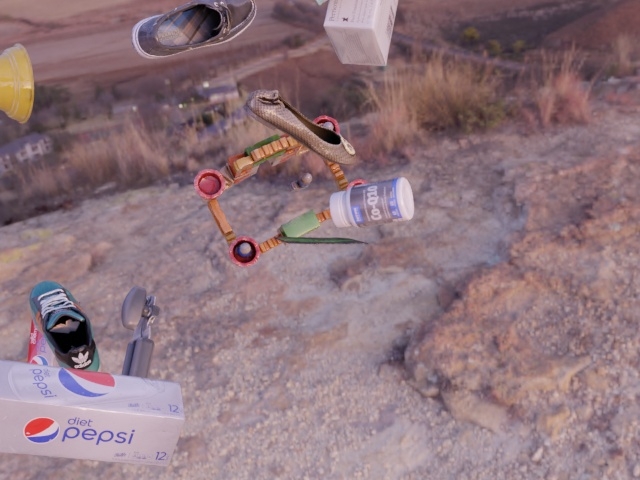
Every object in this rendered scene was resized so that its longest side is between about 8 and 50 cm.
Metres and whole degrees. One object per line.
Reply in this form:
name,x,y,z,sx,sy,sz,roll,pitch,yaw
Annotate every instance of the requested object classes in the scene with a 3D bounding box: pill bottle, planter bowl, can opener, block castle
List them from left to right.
planter bowl,-0.866,-0.429,1.904,0.090,0.217,0.217,-8,24,-40
can opener,-0.427,0.247,1.590,0.074,0.093,0.280,-28,51,43
block castle,-0.105,-0.141,1.987,0.453,0.303,0.213,-27,-3,-13
pill bottle,0.091,-0.065,1.246,0.137,0.078,0.078,-9,27,23

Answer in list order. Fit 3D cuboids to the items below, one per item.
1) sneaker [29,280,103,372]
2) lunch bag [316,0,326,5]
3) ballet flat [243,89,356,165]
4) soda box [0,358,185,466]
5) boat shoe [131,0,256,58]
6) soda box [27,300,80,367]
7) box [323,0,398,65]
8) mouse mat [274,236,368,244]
sneaker,-0.543,0.169,1.479,0.108,0.121,0.302,-22,49,-28
lunch bag,0.009,-0.660,1.423,0.223,0.262,0.160,-30,33,15
ballet flat,-0.023,-0.199,1.221,0.250,0.058,0.084,24,21,-35
soda box,-0.350,0.252,1.018,0.286,0.098,0.091,13,22,-23
boat shoe,-0.176,-0.334,1.060,0.228,0.080,0.076,-28,24,-36
soda box,-0.705,0.286,1.830,0.083,0.263,0.092,6,0,17
box,0.099,-0.532,1.628,0.119,0.181,0.182,8,-11,17
mouse mat,0.000,0.000,1.601,0.190,0.007,0.152,0,5,-18
